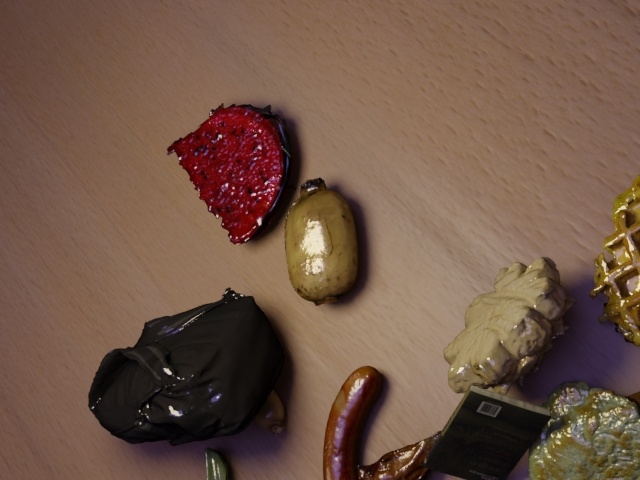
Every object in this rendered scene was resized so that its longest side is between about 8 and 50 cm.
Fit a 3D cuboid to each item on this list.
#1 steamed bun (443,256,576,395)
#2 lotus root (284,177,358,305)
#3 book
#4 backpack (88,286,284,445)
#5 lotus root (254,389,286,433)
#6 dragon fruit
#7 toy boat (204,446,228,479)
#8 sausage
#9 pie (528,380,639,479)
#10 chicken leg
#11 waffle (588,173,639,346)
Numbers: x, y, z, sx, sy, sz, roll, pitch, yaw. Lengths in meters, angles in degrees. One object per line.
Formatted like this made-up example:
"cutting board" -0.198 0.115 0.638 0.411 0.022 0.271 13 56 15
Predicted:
"steamed bun" 0.360 0.183 1.612 0.137 0.295 0.292 39 121 -12
"lotus root" 0.000 0.000 1.881 0.160 0.146 0.284 -9 81 5
"book" 0.305 0.369 1.592 0.160 0.024 0.228 18 127 -6
"backpack" -0.313 0.295 1.887 0.446 0.363 0.254 -24 111 32
"lotus root" -0.121 0.369 1.900 0.073 0.062 0.150 -41 52 11
"dragon fruit" -0.172 -0.175 2.032 0.282 0.100 0.343 -39 67 13
"toy boat" -0.233 0.608 1.896 0.055 0.093 0.292 1 79 2
"sausage" 0.059 0.409 1.793 0.103 0.076 0.302 7 83 21
"pie" 0.514 0.385 1.548 0.275 0.105 0.257 -2 87 28
"chicken leg" 0.205 0.424 1.694 0.304 0.113 0.093 -40 30 14
"waffle" 0.694 0.039 1.543 0.382 0.095 0.379 16 88 32
